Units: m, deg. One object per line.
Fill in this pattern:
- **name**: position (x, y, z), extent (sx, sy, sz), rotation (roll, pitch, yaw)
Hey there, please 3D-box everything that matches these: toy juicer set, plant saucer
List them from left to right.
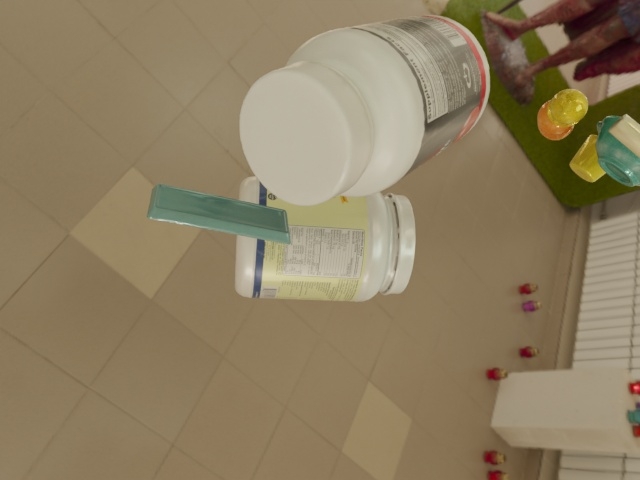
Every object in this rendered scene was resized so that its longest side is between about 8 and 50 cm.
- **plant saucer**: position (-0.131, -0.037, 0.721), extent (0.192, 0.018, 0.067), rotation (12, 38, -19)
- **toy juicer set**: position (0.445, -0.156, 0.785), extent (0.209, 0.089, 0.329), rotation (40, 9, -15)

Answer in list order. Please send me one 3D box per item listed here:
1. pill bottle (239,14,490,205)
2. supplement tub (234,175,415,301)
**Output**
- **pill bottle**: position (0.060, -0.153, 0.610), extent (0.318, 0.176, 0.176), rotation (-34, 101, -47)
- **supplement tub**: position (0.000, 0.000, 1.048), extent (0.324, 0.235, 0.235), rotation (3, 73, -9)
